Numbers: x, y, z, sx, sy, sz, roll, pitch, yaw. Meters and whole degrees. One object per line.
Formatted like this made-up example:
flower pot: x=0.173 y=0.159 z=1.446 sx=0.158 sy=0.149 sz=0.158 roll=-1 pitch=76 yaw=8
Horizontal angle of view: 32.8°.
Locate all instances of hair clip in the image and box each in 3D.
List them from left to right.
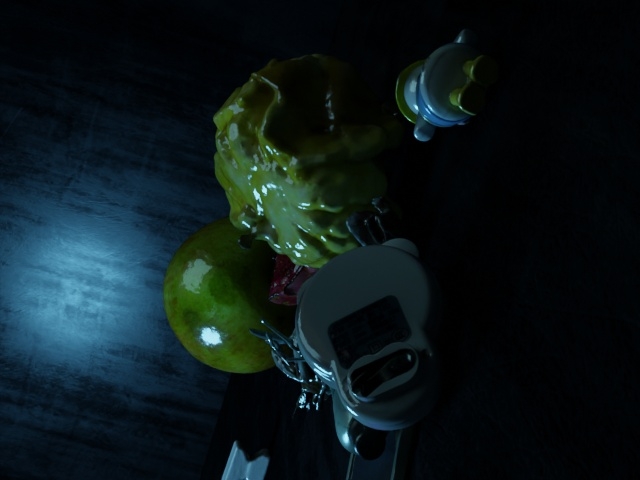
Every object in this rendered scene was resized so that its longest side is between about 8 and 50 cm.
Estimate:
hair clip: x=-0.195 y=0.610 z=2.388 sx=0.085 sy=0.101 sz=0.331 roll=-112 pitch=40 yaw=-84

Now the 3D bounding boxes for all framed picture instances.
framed picture: x=0.077 y=0.249 z=1.376 sx=0.265 sy=0.018 sz=0.192 roll=126 pitch=158 yaw=-69

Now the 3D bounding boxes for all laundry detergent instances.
laundry detergent: x=0.050 y=0.199 z=1.328 sx=0.226 sy=0.070 sz=0.099 roll=-97 pitch=27 yaw=-73

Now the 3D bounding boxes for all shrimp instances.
shrimp: x=0.022 y=0.116 z=1.591 sx=0.221 sy=0.166 sz=0.410 roll=-33 pitch=-12 yaw=-47

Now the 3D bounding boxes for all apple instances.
apple: x=-0.158 y=0.104 z=2.285 sx=0.339 sy=0.339 sz=0.340 roll=-164 pitch=90 yaw=-83

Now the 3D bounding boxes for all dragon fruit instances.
dragon fruit: x=0.000 y=0.000 z=2.026 sx=0.189 sy=0.162 sz=0.262 roll=49 pitch=-139 yaw=-51

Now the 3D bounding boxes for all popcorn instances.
popcorn: x=0.010 y=-0.136 z=1.714 sx=0.381 sy=0.349 sz=0.349 roll=-33 pitch=-17 yaw=-31

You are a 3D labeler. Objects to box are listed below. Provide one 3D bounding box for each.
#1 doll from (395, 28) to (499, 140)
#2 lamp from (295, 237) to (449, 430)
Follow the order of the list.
doll: x=0.157 y=-0.198 z=1.406 sx=0.241 sy=0.098 sz=0.135 roll=-161 pitch=64 yaw=-84
lamp: x=0.068 y=0.113 z=1.249 sx=0.108 sy=0.179 sz=0.246 roll=51 pitch=-165 yaw=-45
